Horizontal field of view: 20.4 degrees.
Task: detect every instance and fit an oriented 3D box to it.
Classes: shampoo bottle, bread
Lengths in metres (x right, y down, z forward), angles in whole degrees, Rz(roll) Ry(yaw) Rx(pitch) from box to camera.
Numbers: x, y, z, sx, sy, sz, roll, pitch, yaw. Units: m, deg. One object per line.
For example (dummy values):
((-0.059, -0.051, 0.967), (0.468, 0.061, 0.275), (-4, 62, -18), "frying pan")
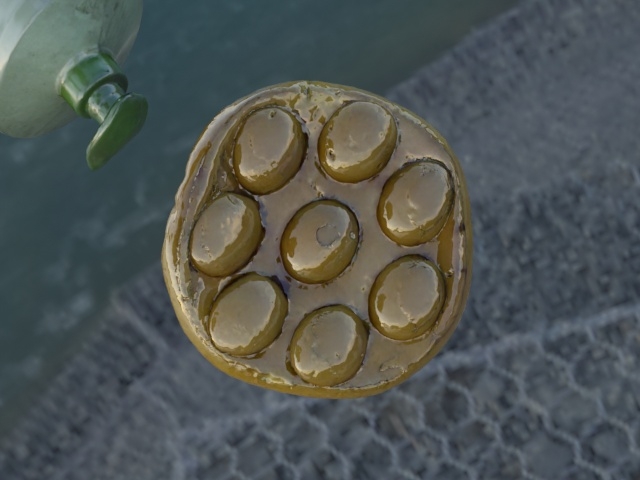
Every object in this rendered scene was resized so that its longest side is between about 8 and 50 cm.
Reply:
((-0.161, -0.135, 0.908), (0.087, 0.118, 0.234), (-12, 53, -47), "shampoo bottle")
((0.000, 0.000, 0.593), (0.110, 0.110, 0.024), (-33, 2, -6), "bread")
